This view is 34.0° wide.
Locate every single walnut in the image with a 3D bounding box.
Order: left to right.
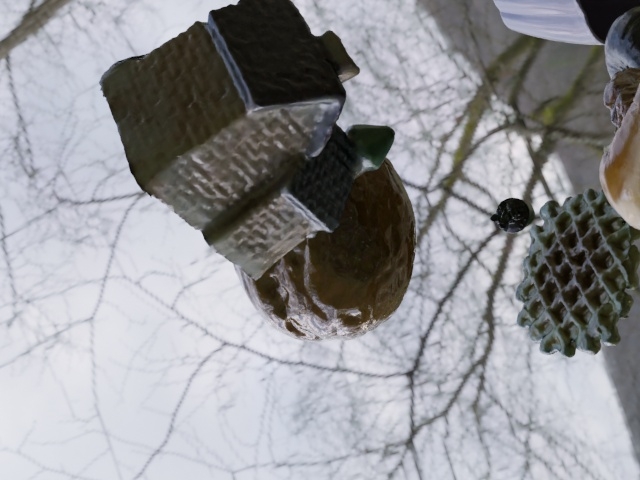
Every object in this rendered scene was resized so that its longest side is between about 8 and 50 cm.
[{"bbox_3d":[0.000,0.000,1.590,0.333,0.332,0.333,43,-146,-39],"label":"walnut"}]

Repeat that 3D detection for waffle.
[{"bbox_3d":[0.461,0.059,1.888,0.056,0.291,0.309,13,-99,-27],"label":"waffle"}]

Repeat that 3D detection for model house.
[{"bbox_3d":[-0.066,-0.141,1.308,0.298,0.284,0.243,41,-157,-55],"label":"model house"}]

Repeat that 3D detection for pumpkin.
[{"bbox_3d":[0.495,-0.269,1.559,0.167,0.125,0.167,168,90,-75],"label":"pumpkin"}]

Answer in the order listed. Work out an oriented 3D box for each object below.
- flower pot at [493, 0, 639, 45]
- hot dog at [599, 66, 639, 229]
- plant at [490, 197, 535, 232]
[{"bbox_3d":[0.479,-0.499,2.039,0.265,0.243,0.265,-3,-85,-39],"label":"flower pot"},{"bbox_3d":[0.473,-0.126,1.166,0.223,0.405,0.185,-129,41,-56],"label":"hot dog"},{"bbox_3d":[0.261,-0.034,1.438,0.102,0.051,0.051,-7,-105,-63],"label":"plant"}]
